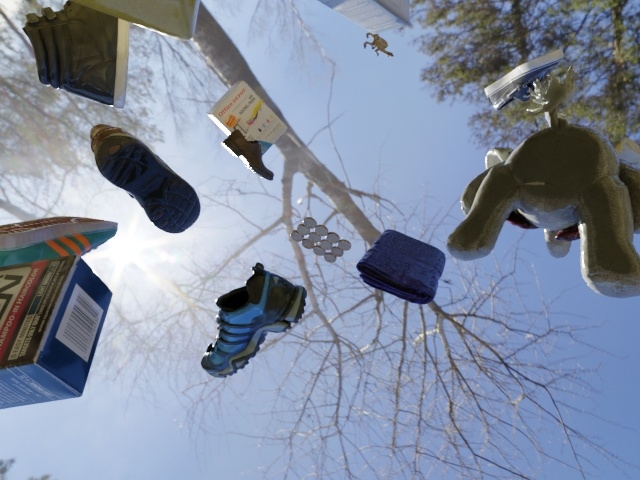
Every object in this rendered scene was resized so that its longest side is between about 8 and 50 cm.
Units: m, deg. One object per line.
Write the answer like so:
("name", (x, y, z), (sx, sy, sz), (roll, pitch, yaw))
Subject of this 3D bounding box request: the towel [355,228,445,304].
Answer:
("towel", (0.248, 0.076, 1.274), (0.227, 0.308, 0.076), (25, -62, 13))

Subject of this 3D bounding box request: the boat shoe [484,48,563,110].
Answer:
("boat shoe", (0.633, -0.486, 1.321), (0.108, 0.102, 0.301), (-24, -177, -17))

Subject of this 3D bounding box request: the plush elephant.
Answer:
("plush elephant", (0.396, -0.077, 0.713), (0.271, 0.255, 0.330), (6, -97, 38))

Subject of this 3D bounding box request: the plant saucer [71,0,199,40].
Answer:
("plant saucer", (-0.283, -0.481, 0.538), (0.081, 0.332, 0.333), (28, -72, 52))

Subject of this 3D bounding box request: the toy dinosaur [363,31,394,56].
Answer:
("toy dinosaur", (0.206, -0.739, 1.572), (0.183, 0.092, 0.053), (69, -25, 12))

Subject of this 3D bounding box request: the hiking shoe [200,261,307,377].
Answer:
("hiking shoe", (-0.161, 0.158, 0.848), (0.304, 0.132, 0.113), (-44, -161, 24))

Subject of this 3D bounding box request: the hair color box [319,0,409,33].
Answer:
("hair color box", (0.080, -0.646, 0.998), (0.113, 0.374, 0.185), (4, -83, 37))

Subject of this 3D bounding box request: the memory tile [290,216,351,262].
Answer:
("memory tile", (0.000, 0.000, 1.138), (0.113, 0.148, 0.012), (-45, -164, 47))

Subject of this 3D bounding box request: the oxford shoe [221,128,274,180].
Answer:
("oxford shoe", (-0.229, -0.295, 1.485), (0.096, 0.227, 0.083), (-51, -142, -6))

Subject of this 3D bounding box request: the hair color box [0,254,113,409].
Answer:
("hair color box", (-0.495, 0.139, 0.587), (0.347, 0.105, 0.174), (-10, -133, 3))

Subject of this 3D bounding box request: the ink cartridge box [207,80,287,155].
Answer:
("ink cartridge box", (-0.277, -0.448, 1.590), (0.171, 0.232, 0.168), (-48, -154, -2))

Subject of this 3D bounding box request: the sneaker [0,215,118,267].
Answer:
("sneaker", (-0.554, 0.019, 0.890), (0.108, 0.302, 0.121), (9, -78, 18))

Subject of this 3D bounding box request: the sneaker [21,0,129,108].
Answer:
("sneaker", (-0.386, -0.371, 0.675), (0.104, 0.146, 0.296), (16, -76, 60))

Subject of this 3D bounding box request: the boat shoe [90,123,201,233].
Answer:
("boat shoe", (-0.373, -0.135, 0.929), (0.122, 0.324, 0.120), (-40, -119, -11))
